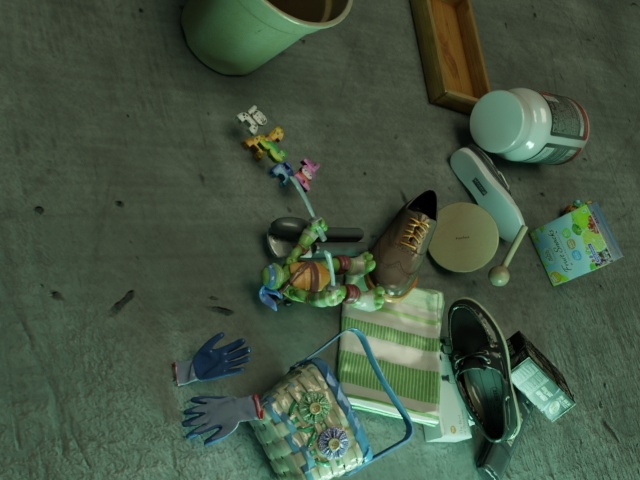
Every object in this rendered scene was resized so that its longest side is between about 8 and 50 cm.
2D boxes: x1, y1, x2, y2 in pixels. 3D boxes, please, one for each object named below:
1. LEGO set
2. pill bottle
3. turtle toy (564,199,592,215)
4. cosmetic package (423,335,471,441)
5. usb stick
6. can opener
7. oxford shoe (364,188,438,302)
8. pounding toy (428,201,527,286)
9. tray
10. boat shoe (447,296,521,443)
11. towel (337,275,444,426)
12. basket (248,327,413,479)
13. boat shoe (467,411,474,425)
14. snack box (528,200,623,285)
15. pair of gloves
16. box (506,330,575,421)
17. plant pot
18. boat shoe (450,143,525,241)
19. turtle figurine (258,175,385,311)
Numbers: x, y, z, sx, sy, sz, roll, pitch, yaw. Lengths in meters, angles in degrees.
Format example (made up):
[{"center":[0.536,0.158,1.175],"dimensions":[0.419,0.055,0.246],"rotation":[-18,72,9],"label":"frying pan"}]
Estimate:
[{"center":[-0.096,-0.213,1.828],"dimensions":[0.227,0.087,0.093],"rotation":[47,63,-10],"label":"LEGO set"},{"center":[0.604,-0.330,2.331],"dimensions":[0.363,0.210,0.210],"rotation":[-1,69,-46],"label":"pill bottle"},{"center":[0.768,-0.072,2.446],"dimensions":[0.066,0.095,0.130],"rotation":[32,48,6],"label":"turtle toy"},{"center":[0.278,0.340,1.865],"dimensions":[0.099,0.060,0.239],"rotation":[9,63,-34],"label":"cosmetic package"},{"center":[0.448,0.466,1.946],"dimensions":[0.077,0.045,0.278],"rotation":[48,47,-8],"label":"usb stick"},{"center":[0.000,0.000,1.804],"dimensions":[0.280,0.093,0.074],"rotation":[3,66,-42],"label":"can opener"},{"center":[0.194,0.002,1.879],"dimensions":[0.130,0.132,0.363],"rotation":[25,40,2],"label":"oxford shoe"},{"center":[0.390,0.010,2.078],"dimensions":[0.237,0.110,0.182],"rotation":[21,83,13],"label":"pounding toy"},{"center":[0.385,-0.577,2.402],"dimensions":[0.203,0.076,0.410],"rotation":[9,64,-35],"label":"tray"},{"center":[0.357,0.297,1.822],"dimensions":[0.113,0.127,0.340],"rotation":[-9,86,-63],"label":"boat shoe"},{"center":[0.161,0.234,1.800],"dimensions":[0.248,0.038,0.324],"rotation":[14,58,-12],"label":"towel"},{"center":[0.024,0.339,1.568],"dimensions":[0.289,0.201,0.254],"rotation":[-29,87,-33],"label":"basket"},{"center":[0.377,0.331,1.936],"dimensions":[0.080,0.076,0.228],"rotation":[34,51,-21],"label":"boat shoe"},{"center":[0.715,0.012,2.273],"dimensions":[0.070,0.207,0.174],"rotation":[-15,77,-42],"label":"snack box"},{"center":[-0.191,0.270,1.488],"dimensions":[0.023,0.159,0.198],"rotation":[53,21,-65],"label":"pair of gloves"},{"center":[0.536,0.337,2.015],"dimensions":[0.180,0.077,0.147],"rotation":[44,16,-13],"label":"box"},{"center":[-0.150,-0.537,1.802],"dimensions":[0.334,0.305,0.333],"rotation":[18,58,-31],"label":"plant pot"},{"center":[0.481,-0.137,2.241],"dimensions":[0.102,0.108,0.301],"rotation":[-31,82,-42],"label":"boat shoe"},{"center":[0.028,0.049,1.670],"dimensions":[0.266,0.274,0.198],"rotation":[12,18,-39],"label":"turtle figurine"}]
